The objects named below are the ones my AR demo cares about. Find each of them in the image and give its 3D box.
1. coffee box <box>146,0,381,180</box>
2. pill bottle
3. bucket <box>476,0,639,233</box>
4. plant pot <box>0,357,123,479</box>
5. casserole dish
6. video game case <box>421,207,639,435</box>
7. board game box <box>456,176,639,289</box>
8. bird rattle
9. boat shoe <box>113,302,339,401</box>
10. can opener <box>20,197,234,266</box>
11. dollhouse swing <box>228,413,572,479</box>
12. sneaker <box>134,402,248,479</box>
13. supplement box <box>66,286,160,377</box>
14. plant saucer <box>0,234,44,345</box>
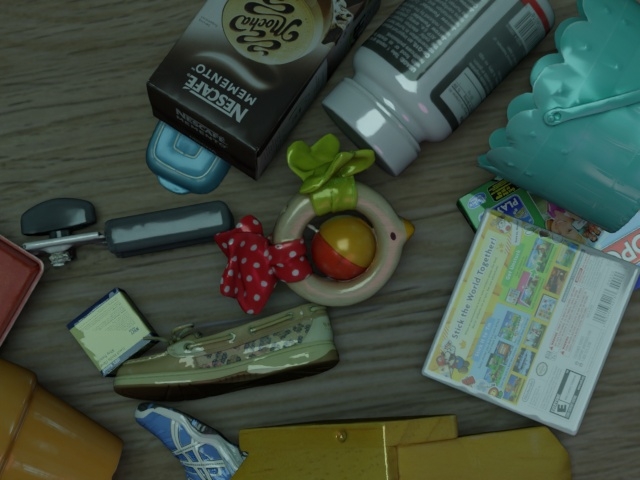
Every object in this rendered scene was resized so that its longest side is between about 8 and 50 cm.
[{"bbox_3d":[-0.067,-0.249,1.789,0.168,0.119,0.297,32,75,6],"label":"coffee box"},{"bbox_3d":[0.144,-0.227,1.779,0.161,0.161,0.283,44,88,7],"label":"pill bottle"},{"bbox_3d":[0.330,-0.156,1.666,0.183,0.281,0.281,31,86,1],"label":"bucket"},{"bbox_3d":[-0.354,0.272,1.748,0.188,0.205,0.205,23,85,-10],"label":"plant pot"},{"bbox_3d":[-0.156,-0.151,1.852,0.114,0.037,0.188,26,85,5],"label":"casserole dish"},{"bbox_3d":[0.261,0.100,1.759,0.206,0.026,0.227,22,88,7],"label":"video game case"},{"bbox_3d":[0.364,-0.038,1.802,0.317,0.046,0.213,-30,82,0],"label":"board game box"},{"bbox_3d":[0.000,0.000,1.747,0.207,0.143,0.253,33,91,-15],"label":"bird rattle"},{"bbox_3d":[-0.123,0.143,1.791,0.285,0.104,0.089,-8,74,-9],"label":"boat shoe"},{"bbox_3d":[-0.253,-0.020,1.824,0.281,0.074,0.093,-6,83,3],"label":"can opener"},{"bbox_3d":[0.108,0.387,1.738,0.315,0.305,0.346,-8,84,37],"label":"dollhouse swing"},{"bbox_3d":[-0.150,0.275,1.782,0.211,0.080,0.081,31,83,7],"label":"sneaker"},{"bbox_3d":[-0.265,0.119,1.818,0.083,0.056,0.083,-38,83,-1],"label":"supplement box"},{"bbox_3d":[-0.515,0.074,1.829,0.258,0.048,0.259,31,96,7],"label":"plant saucer"}]
